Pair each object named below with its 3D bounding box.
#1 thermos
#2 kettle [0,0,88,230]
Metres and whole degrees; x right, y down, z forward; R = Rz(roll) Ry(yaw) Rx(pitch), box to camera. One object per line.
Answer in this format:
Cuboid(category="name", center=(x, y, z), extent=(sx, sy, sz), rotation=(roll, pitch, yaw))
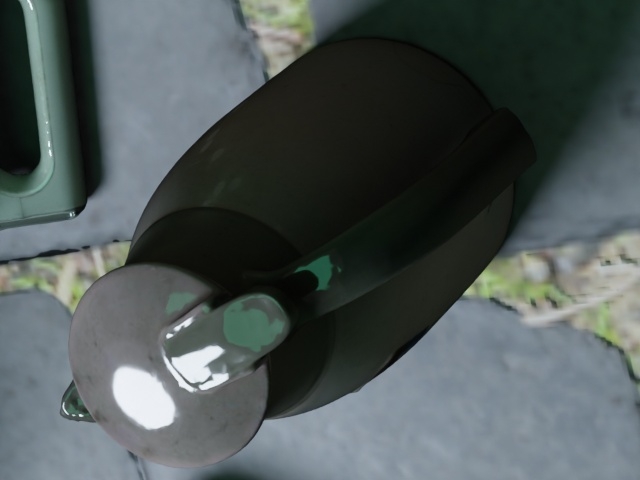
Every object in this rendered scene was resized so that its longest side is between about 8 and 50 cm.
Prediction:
Cuboid(category="thermos", center=(0.000, 0.000, 0.623), extent=(0.137, 0.193, 0.105), rotation=(-24, 98, 28))
Cuboid(category="kettle", center=(-0.171, -0.070, 0.738), extent=(0.098, 0.127, 0.148), rotation=(22, 125, 51))
